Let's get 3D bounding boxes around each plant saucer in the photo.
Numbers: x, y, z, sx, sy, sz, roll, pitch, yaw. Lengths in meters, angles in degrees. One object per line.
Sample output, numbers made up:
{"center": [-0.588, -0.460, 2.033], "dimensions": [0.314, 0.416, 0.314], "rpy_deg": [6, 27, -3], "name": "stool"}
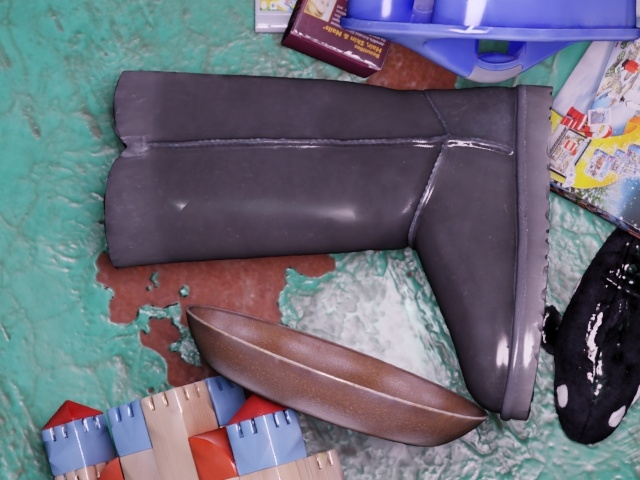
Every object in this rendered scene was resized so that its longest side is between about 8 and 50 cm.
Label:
{"center": [0.009, 0.135, 1.651], "dimensions": [0.311, 0.310, 0.050], "rpy_deg": [19, 93, 2], "name": "plant saucer"}

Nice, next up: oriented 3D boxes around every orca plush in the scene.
{"center": [0.325, 0.073, 1.757], "dimensions": [0.151, 0.102, 0.287], "rpy_deg": [36, 85, 4], "name": "orca plush"}

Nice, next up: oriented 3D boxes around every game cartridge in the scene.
{"center": [-0.043, -0.265, 1.838], "dimensions": [0.056, 0.017, 0.083], "rpy_deg": [0, 84, -4], "name": "game cartridge"}

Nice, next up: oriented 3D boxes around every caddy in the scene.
{"center": [0.172, -0.244, 1.678], "dimensions": [0.241, 0.341, 0.179], "rpy_deg": [11, 103, 39], "name": "caddy"}

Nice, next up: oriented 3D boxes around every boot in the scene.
{"center": [0.000, -0.002, 1.696], "dimensions": [0.445, 0.146, 0.367], "rpy_deg": [3, 59, 4], "name": "boot"}

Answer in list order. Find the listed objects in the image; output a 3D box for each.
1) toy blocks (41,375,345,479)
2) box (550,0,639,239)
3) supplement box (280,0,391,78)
{"center": [-0.117, 0.252, 1.664], "dimensions": [0.381, 0.191, 0.260], "rpy_deg": [-19, 83, 36], "name": "toy blocks"}
{"center": [0.332, -0.135, 1.779], "dimensions": [0.159, 0.044, 0.233], "rpy_deg": [32, 85, 27], "name": "box"}
{"center": [0.041, -0.278, 1.799], "dimensions": [0.104, 0.081, 0.188], "rpy_deg": [22, 84, -9], "name": "supplement box"}
